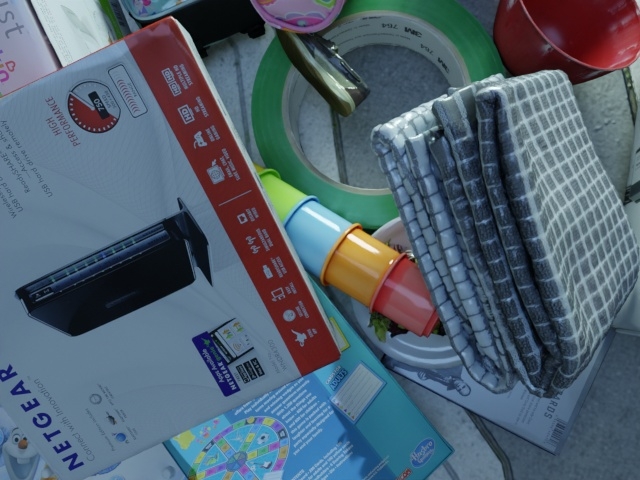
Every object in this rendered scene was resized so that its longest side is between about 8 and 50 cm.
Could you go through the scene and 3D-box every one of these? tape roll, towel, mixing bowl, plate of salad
[{"bbox_3d":[0.073,-0.171,0.632,0.320,0.077,0.322,-1,84,9],"label":"tape roll"},{"bbox_3d":[0.204,-0.027,0.471,0.121,0.235,0.284,-14,100,50],"label":"towel"},{"bbox_3d":[0.282,-0.257,0.584,0.181,0.098,0.182,5,72,-17],"label":"mixing bowl"},{"bbox_3d":[0.133,0.064,0.570,0.199,0.048,0.200,2,101,10],"label":"plate of salad"}]

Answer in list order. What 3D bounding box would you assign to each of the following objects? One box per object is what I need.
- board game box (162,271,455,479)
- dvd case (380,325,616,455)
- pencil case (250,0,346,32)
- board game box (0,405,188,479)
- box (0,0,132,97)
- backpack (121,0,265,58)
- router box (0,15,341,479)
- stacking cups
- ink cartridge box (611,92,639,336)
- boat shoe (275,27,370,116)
[{"bbox_3d":[-0.048,0.202,0.586,0.253,0.079,0.336,-38,80,-13],"label":"board game box"},{"bbox_3d":[0.221,0.132,0.608,0.238,0.029,0.180,26,89,9],"label":"dvd case"},{"bbox_3d":[0.009,-0.372,0.577,0.124,0.124,0.284,16,56,9],"label":"pencil case"},{"bbox_3d":[-0.357,0.215,0.674,0.389,0.050,0.390,-30,82,5],"label":"board game box"},{"bbox_3d":[-0.281,-0.148,0.561,0.126,0.231,0.262,-16,108,7],"label":"box"},{"bbox_3d":[-0.189,-0.408,0.641,0.225,0.191,0.254,-25,74,-3],"label":"backpack"},{"bbox_3d":[-0.183,0.024,0.452,0.301,0.082,0.336,-26,107,0],"label":"router box"},{"bbox_3d":[0.000,0.000,0.551,0.316,0.096,0.096,31,90,16],"label":"stacking cups"},{"bbox_3d":[0.511,-0.064,0.505,0.285,0.166,0.396,10,87,3],"label":"ink cartridge box"},{"bbox_3d":[0.001,-0.220,0.585,0.049,0.056,0.152,-36,84,-8],"label":"boat shoe"}]
